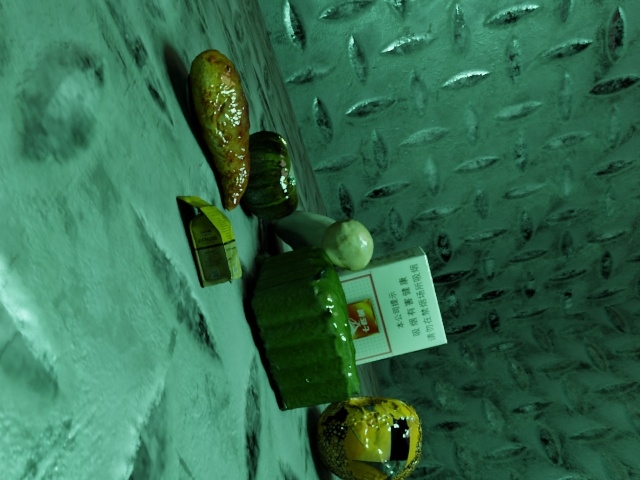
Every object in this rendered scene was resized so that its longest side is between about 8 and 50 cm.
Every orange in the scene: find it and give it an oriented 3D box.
[{"bbox_3d":[0.104,0.424,1.167,0.234,0.235,0.182,-11,97,-84],"label":"orange"}]

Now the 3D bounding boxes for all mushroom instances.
[{"bbox_3d":[0.000,0.000,1.212,0.329,0.159,0.122,-168,-92,-71],"label":"mushroom"}]

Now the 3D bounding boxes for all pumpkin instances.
[{"bbox_3d":[-0.110,-0.119,1.070,0.107,0.119,0.183,-57,134,-68],"label":"pumpkin"}]

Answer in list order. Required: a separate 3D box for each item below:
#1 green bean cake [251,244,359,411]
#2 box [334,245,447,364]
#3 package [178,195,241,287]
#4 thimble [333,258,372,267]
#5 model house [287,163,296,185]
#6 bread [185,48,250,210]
[{"bbox_3d":[-0.023,0.154,1.017,0.250,0.156,0.246,-87,163,-72],"label":"green bean cake"},{"bbox_3d":[0.091,0.159,1.201,0.095,0.330,0.210,-80,155,-77],"label":"box"},{"bbox_3d":[-0.148,-0.003,0.746,0.071,0.047,0.131,-22,99,-81],"label":"package"},{"bbox_3d":[0.077,0.166,1.390,0.150,0.271,0.270,50,26,-69],"label":"thimble"},{"bbox_3d":[-0.113,-0.146,1.180,0.100,0.101,0.087,54,24,-71],"label":"model house"},{"bbox_3d":[-0.158,-0.191,0.920,0.139,0.095,0.268,-83,163,-55],"label":"bread"}]
